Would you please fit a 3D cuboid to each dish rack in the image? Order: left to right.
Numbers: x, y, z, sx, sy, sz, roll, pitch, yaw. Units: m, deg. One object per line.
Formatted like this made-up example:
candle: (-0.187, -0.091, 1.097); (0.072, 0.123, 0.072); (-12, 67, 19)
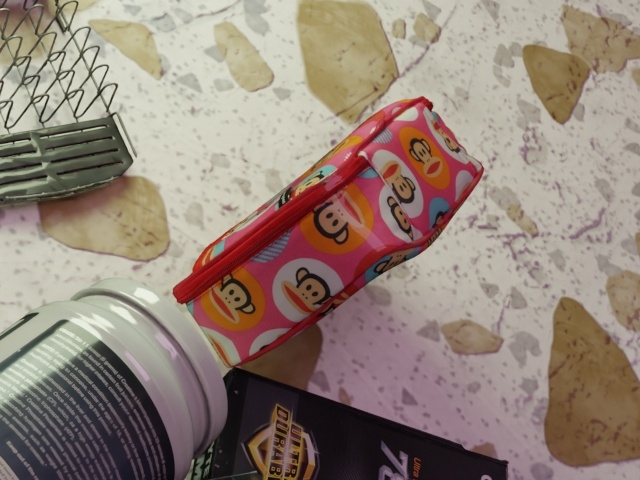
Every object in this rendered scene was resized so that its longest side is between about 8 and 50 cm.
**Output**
dish rack: (-0.291, -0.164, 1.509); (0.208, 0.074, 0.271); (-14, 69, -34)

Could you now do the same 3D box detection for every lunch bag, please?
lunch bag: (0.000, 0.000, 1.457); (0.120, 0.258, 0.293); (52, 29, -2)

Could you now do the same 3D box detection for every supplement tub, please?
supplement tub: (-0.223, 0.167, 1.259); (0.191, 0.191, 0.272); (48, 51, 6)

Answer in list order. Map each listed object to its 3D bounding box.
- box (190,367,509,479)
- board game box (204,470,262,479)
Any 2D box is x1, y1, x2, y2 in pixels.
box: (0.020, 0.291, 1.398); (0.293, 0.073, 0.295); (20, 54, -16)
board game box: (-0.076, 0.248, 1.251); (0.126, 0.026, 0.186); (61, 22, 15)
